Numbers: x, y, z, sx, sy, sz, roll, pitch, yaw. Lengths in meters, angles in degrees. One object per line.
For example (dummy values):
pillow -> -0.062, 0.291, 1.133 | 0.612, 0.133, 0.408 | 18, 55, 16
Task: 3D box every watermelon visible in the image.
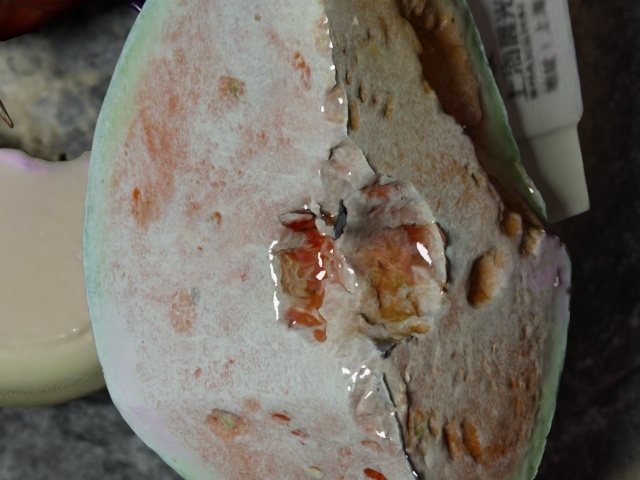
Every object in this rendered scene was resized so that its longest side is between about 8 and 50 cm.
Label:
watermelon -> 0.005, -0.001, 0.780 | 0.175, 0.188, 0.321 | -7, 94, -49

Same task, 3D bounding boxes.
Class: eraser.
eraser -> 0.071, -0.146, 0.854 | 0.081, 0.124, 0.278 | -18, 108, -21

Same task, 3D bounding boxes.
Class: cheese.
cheese -> -0.218, -0.006, 0.812 | 0.286, 0.082, 0.163 | 14, 77, -14

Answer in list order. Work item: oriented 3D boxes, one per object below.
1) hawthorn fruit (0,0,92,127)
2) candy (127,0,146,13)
hawthorn fruit -> -0.188, -0.232, 0.775 | 0.258, 0.258, 0.261 | 29, 100, -11
candy -> -0.021, -0.244, 0.914 | 0.275, 0.070, 0.145 | -29, 84, -15
